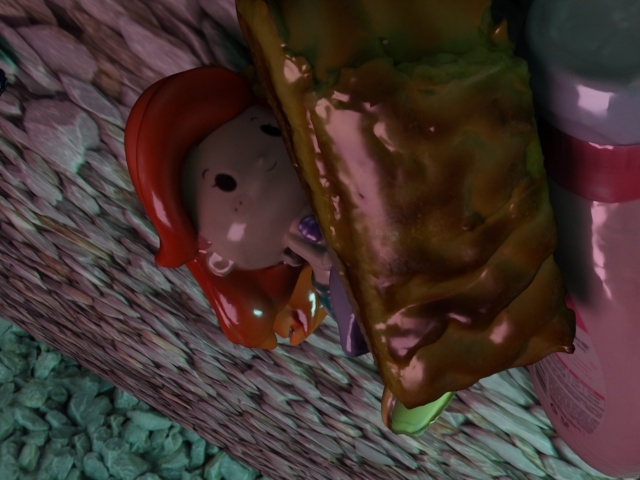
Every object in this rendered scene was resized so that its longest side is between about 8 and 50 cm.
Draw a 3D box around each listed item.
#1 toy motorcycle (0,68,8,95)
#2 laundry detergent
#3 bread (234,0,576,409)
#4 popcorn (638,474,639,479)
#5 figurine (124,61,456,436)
[{"bbox_3d":[-0.399,-0.211,0.925,0.239,0.108,0.204,8,163,3],"label":"toy motorcycle"},{"bbox_3d":[0.146,0.002,0.539,0.335,0.087,0.159,70,-179,-55],"label":"laundry detergent"},{"bbox_3d":[0.036,-0.039,0.480,0.181,0.096,0.222,-108,-3,-59],"label":"bread"},{"bbox_3d":[0.299,0.197,0.415,0.390,0.354,0.344,35,171,-18],"label":"popcorn"},{"bbox_3d":[-0.006,0.004,0.716,0.257,0.181,0.208,32,-169,26],"label":"figurine"}]
